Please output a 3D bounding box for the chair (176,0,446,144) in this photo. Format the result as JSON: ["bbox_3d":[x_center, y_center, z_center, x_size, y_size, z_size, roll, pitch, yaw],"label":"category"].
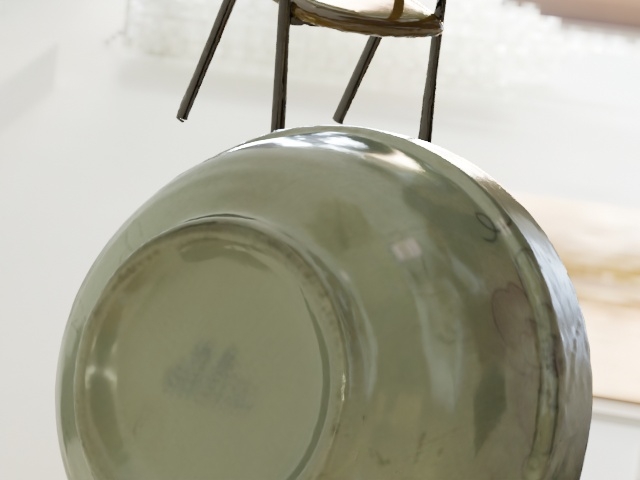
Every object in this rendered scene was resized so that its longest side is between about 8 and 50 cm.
[{"bbox_3d":[0.021,-0.174,1.346,0.159,0.172,0.246,-2,-65,-36],"label":"chair"}]

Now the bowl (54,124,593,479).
[{"bbox_3d":[-0.021,0.082,0.974,0.163,0.307,0.307,11,-93,-61],"label":"bowl"}]
